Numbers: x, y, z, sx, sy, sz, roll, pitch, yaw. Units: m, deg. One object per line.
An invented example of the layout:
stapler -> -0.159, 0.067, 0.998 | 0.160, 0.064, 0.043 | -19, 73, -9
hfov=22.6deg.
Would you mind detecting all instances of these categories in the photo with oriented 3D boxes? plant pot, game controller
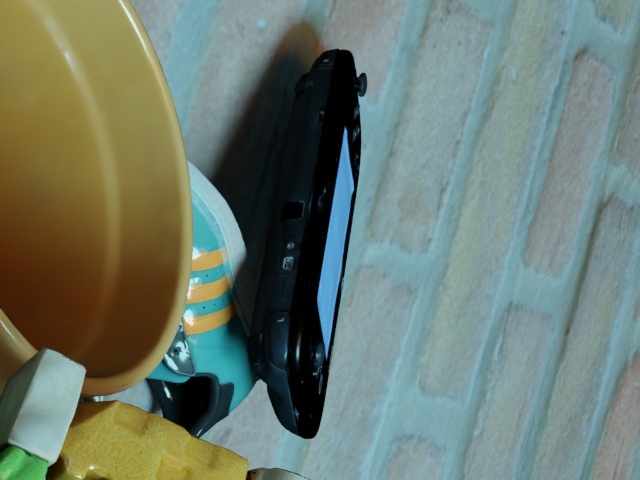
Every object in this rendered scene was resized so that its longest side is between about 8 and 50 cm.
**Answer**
plant pot -> -0.233, -0.038, 0.962 | 0.291, 0.203, 0.291 | -11, 90, -68
game controller -> 0.000, 0.000, 1.329 | 0.166, 0.067, 0.319 | 67, 27, -53

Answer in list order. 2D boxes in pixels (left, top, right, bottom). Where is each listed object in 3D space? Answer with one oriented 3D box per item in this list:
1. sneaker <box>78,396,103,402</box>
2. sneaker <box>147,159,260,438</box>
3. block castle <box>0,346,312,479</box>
sneaker -> -0.195, 0.124, 1.201 | 0.064, 0.086, 0.192 | -57, 138, -24
sneaker -> -0.124, 0.041, 1.247 | 0.121, 0.108, 0.302 | -56, 139, -30
block castle -> -0.255, 0.170, 0.844 | 0.453, 0.303, 0.213 | 29, 58, -19
